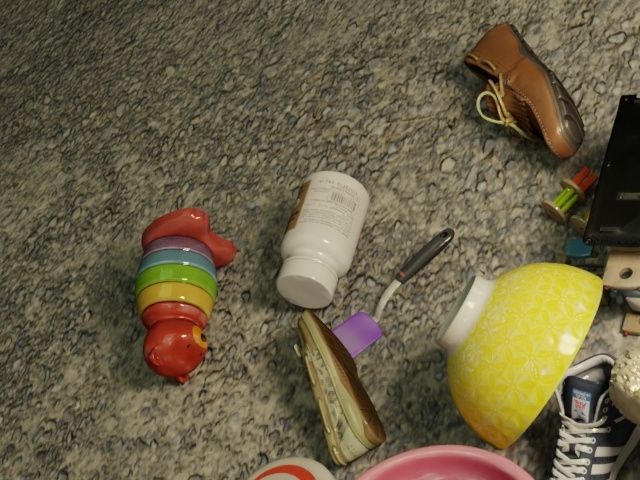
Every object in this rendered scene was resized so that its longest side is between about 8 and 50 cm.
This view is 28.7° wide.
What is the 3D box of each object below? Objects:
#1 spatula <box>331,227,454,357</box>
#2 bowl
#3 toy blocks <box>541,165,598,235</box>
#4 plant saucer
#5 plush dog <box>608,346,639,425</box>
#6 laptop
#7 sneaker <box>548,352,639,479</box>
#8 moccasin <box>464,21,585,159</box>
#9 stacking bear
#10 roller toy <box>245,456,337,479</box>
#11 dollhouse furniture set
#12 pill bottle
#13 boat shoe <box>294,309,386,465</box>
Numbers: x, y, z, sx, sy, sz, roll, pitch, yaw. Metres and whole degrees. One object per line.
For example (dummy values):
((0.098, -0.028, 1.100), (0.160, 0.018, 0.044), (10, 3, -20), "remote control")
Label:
((0.122, 0.089, 2.117), (0.296, 0.030, 0.084), (-48, 41, 3), "spatula")
((0.258, 0.137, 1.779), (0.156, 0.289, 0.289), (30, 65, 1), "bowl")
((0.454, -0.083, 2.051), (0.148, 0.054, 0.123), (-44, 42, -10), "toy blocks")
((0.156, 0.427, 1.673), (0.332, 0.084, 0.332), (-12, 41, 11), "plant saucer")
((0.531, 0.219, 1.581), (0.225, 0.210, 0.262), (-20, 78, -23), "plush dog")
((0.649, -0.110, 1.850), (0.381, 0.236, 0.408), (2, 61, 37), "laptop")
((0.352, 0.285, 1.696), (0.099, 0.153, 0.282), (11, 58, 41), "sneaker")
((0.352, -0.256, 2.224), (0.147, 0.139, 0.380), (-36, 43, 9), "moccasin")
((-0.260, 0.115, 2.283), (0.164, 0.175, 0.289), (-15, 52, 20), "stacking bear")
((-0.041, 0.425, 1.837), (0.209, 0.146, 0.191), (-26, 41, 12), "roller toy")
((0.427, 0.055, 1.881), (0.183, 0.129, 0.129), (1, 52, 33), "dollhouse furniture set")
((0.000, 0.000, 2.224), (0.131, 0.131, 0.229), (-6, 49, 30), "pill bottle")
((0.010, 0.230, 2.017), (0.089, 0.104, 0.285), (-37, 45, 12), "boat shoe")
